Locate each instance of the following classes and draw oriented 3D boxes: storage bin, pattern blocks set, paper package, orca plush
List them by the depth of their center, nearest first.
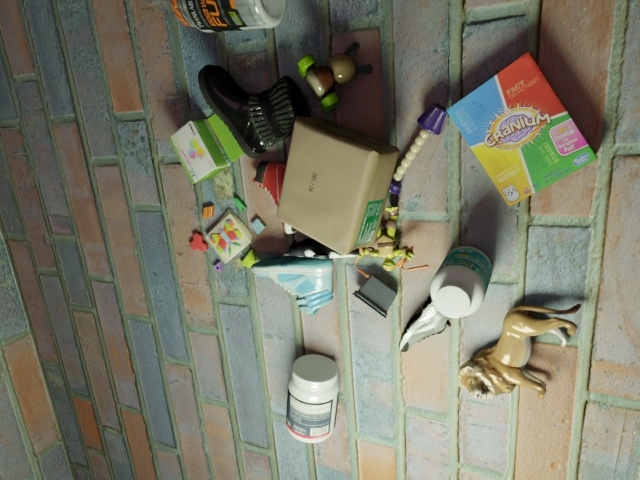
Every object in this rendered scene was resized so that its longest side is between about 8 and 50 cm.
[{"bbox_3d":[0.046,-0.168,1.408,0.309,0.168,0.325,30,117,33],"label":"paper package"},{"bbox_3d":[0.188,0.179,1.552,0.135,0.098,0.091,37,92,11],"label":"storage bin"},{"bbox_3d":[0.000,0.000,1.557,0.287,0.151,0.102,2,98,50],"label":"orca plush"},{"bbox_3d":[-0.352,-0.013,1.782,0.285,0.026,0.325,40,120,9],"label":"pattern blocks set"}]

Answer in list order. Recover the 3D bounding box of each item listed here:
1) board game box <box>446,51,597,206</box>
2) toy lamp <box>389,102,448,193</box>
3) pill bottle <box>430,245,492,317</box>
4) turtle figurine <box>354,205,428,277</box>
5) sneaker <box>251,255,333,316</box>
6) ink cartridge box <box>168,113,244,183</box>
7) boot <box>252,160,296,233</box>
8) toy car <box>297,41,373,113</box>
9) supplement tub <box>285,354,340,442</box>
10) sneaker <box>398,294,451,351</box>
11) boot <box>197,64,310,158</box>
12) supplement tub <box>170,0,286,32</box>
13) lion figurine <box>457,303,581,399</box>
[{"bbox_3d":[0.521,-0.285,1.232,0.242,0.064,0.317,-34,91,31],"label":"board game box"},{"bbox_3d":[0.271,-0.265,1.357,0.080,0.080,0.275,38,120,10],"label":"toy lamp"},{"bbox_3d":[0.395,0.120,1.319,0.146,0.264,0.146,9,111,23],"label":"pill bottle"},{"bbox_3d":[0.218,0.004,1.467,0.269,0.087,0.218,-1,97,43],"label":"turtle figurine"},{"bbox_3d":[-0.098,0.167,1.662,0.318,0.127,0.209,0,106,27],"label":"sneaker"},{"bbox_3d":[-0.382,-0.343,1.641,0.255,0.097,0.189,-25,95,32],"label":"ink cartridge box"},{"bbox_3d":[-0.151,-0.148,1.604,0.176,0.088,0.245,5,102,25],"label":"boot"},{"bbox_3d":[0.052,-0.495,1.380,0.188,0.149,0.155,-32,96,2],"label":"toy car"},{"bbox_3d":[-0.029,0.583,1.733,0.191,0.191,0.273,14,113,22],"label":"supplement tub"},{"bbox_3d":[0.343,0.274,1.498,0.108,0.100,0.272,37,120,4],"label":"sneaker"},{"bbox_3d":[-0.206,-0.458,1.489,0.260,0.131,0.348,-27,105,38],"label":"boot"},{"bbox_3d":[-0.278,-0.729,1.399,0.315,0.193,0.194,7,110,25],"label":"supplement tub"},{"bbox_3d":[0.579,0.319,1.393,0.240,0.142,0.393,25,103,25],"label":"lion figurine"}]
